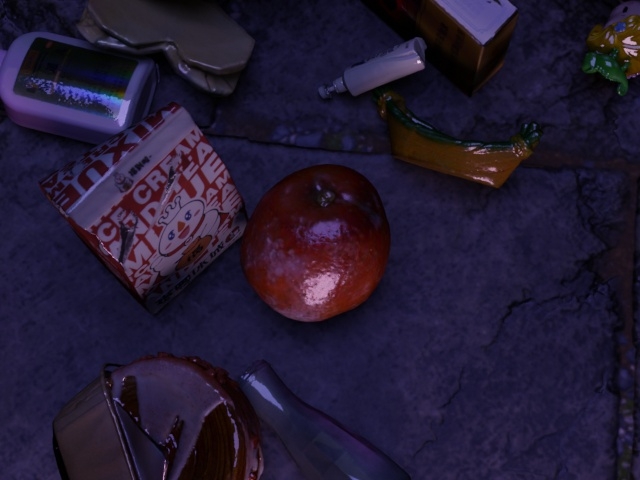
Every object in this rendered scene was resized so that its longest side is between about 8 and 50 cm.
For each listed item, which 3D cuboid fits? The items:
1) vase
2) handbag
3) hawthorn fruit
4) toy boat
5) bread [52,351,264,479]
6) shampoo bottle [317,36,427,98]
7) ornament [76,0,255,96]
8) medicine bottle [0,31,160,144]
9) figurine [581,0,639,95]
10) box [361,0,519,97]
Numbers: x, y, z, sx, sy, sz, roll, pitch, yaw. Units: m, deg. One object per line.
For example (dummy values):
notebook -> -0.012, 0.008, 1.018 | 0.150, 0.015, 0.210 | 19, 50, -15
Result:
vase -> -0.006, 0.221, 1.378 | 0.214, 0.086, 0.086 | 41, 78, 16
handbag -> -0.186, -0.051, 1.343 | 0.171, 0.298, 0.151 | -43, 77, -11
hawthorn fruit -> 0.000, 0.000, 1.390 | 0.173, 0.173, 0.172 | 0, 74, 1
toy boat -> 0.147, -0.124, 1.461 | 0.229, 0.089, 0.088 | 20, 92, 30
bread -> -0.169, 0.226, 1.340 | 0.212, 0.142, 0.224 | -26, 75, 14
shampoo bottle -> 0.060, -0.199, 1.495 | 0.141, 0.034, 0.049 | -21, 42, 23
ornament -> -0.178, -0.266, 1.508 | 0.201, 0.059, 0.180 | 22, 43, -12
medicine bottle -> -0.313, -0.186, 1.498 | 0.219, 0.078, 0.115 | 14, 66, 5
figurine -> 0.380, -0.233, 1.499 | 0.115, 0.095, 0.156 | 38, 58, -10
box -> 0.119, -0.293, 1.482 | 0.071, 0.159, 0.240 | -44, 79, -9
